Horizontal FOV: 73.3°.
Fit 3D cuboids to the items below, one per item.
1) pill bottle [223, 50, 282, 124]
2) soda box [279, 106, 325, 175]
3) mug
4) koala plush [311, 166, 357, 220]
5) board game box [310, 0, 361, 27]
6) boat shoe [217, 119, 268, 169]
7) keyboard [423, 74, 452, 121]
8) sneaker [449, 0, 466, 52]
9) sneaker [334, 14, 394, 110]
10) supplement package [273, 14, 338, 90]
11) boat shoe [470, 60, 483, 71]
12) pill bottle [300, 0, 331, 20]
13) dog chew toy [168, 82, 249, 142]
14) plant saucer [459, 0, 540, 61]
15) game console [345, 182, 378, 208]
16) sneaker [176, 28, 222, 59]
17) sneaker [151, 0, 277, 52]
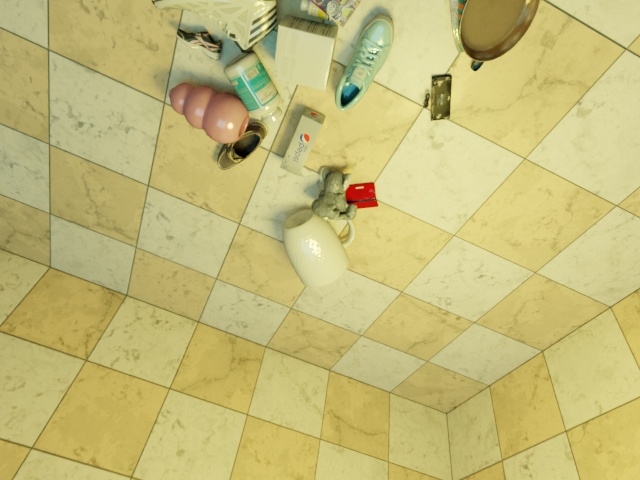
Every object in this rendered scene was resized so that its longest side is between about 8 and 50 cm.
[{"bbox_3d":[-0.256,-0.600,1.713,0.146,0.146,0.264,-16,126,23],"label":"pill bottle"},{"bbox_3d":[-0.080,-0.426,1.872,0.098,0.091,0.286,23,131,-8],"label":"soda box"},{"bbox_3d":[0.000,0.000,2.148,0.374,0.276,0.328,-29,118,-4],"label":"mug"},{"bbox_3d":[0.063,-0.219,1.970,0.196,0.203,0.221,25,111,34],"label":"koala plush"},{"bbox_3d":[0.097,-0.911,1.395,0.208,0.056,0.347,33,117,-14],"label":"board game box"},{"bbox_3d":[-0.364,-0.412,1.933,0.324,0.097,0.116,-30,120,31],"label":"boat shoe"},{"bbox_3d":[0.461,-0.561,1.701,0.108,0.023,0.180,-5,130,6],"label":"keyboard"},{"bbox_3d":[0.495,-0.787,1.434,0.121,0.108,0.302,-3,129,19],"label":"sneaker"},{"bbox_3d":[0.163,-0.637,1.600,0.135,0.150,0.366,21,132,-9],"label":"sneaker"},{"bbox_3d":[-0.054,-0.694,1.589,0.203,0.149,0.194,13,132,-1],"label":"supplement package"},{"bbox_3d":[0.593,-0.680,1.556,0.049,0.040,0.142,18,132,-6],"label":"boat shoe"},{"bbox_3d":[-0.009,-0.825,1.521,0.116,0.065,0.065,14,132,-3],"label":"pill bottle"},{"bbox_3d":[-0.467,-0.541,1.779,0.331,0.207,0.207,26,131,-1],"label":"dog chew toy"},{"bbox_3d":[0.580,-0.754,1.414,0.310,0.050,0.311,-16,137,-15],"label":"plant saucer"},{"bbox_3d":[0.199,-0.212,2.064,0.144,0.085,0.124,-5,99,14],"label":"game console"},{"bbox_3d":[-0.460,-0.776,1.658,0.178,0.072,0.077,20,120,-18],"label":"sneaker"},{"bbox_3d":[-0.370,-0.797,1.543,0.447,0.169,0.258,-1,129,8],"label":"sneaker"}]
